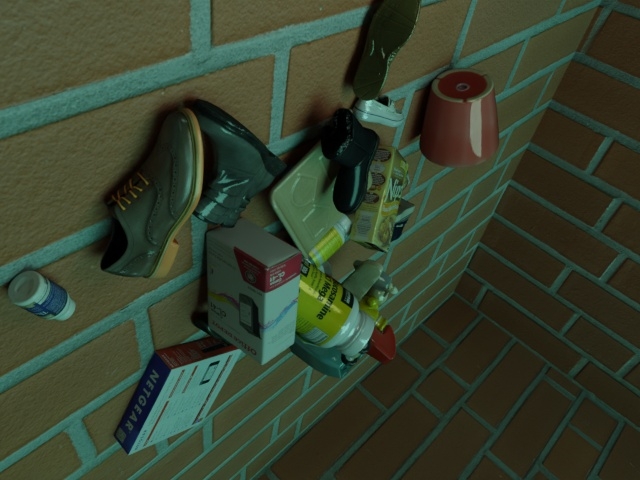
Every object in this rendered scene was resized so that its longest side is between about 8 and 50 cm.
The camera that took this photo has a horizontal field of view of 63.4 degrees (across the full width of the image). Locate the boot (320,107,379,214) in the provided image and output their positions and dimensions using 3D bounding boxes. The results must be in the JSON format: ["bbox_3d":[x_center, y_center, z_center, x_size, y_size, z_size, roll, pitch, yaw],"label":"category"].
[{"bbox_3d":[0.057,-0.197,1.332,0.207,0.094,0.247,9,103,-61],"label":"boot"}]

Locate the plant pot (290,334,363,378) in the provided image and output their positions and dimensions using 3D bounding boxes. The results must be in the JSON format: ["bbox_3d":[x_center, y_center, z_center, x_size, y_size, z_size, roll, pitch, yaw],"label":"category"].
[{"bbox_3d":[0.039,0.410,2.102,0.247,0.252,0.248,-42,153,-18],"label":"plant pot"}]

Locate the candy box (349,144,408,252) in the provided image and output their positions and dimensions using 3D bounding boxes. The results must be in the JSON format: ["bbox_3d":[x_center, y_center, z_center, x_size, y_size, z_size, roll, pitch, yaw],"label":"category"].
[{"bbox_3d":[0.196,-0.132,1.700,0.183,0.087,0.317,25,78,-65],"label":"candy box"}]

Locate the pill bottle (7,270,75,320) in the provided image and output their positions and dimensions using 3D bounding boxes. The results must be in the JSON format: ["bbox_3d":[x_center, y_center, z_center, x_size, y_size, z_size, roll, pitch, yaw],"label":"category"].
[{"bbox_3d":[-0.517,0.109,0.972,0.067,0.067,0.120,-45,154,-13],"label":"pill bottle"}]

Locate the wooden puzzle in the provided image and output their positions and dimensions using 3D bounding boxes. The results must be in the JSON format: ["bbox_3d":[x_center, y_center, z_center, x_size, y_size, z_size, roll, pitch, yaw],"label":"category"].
[{"bbox_3d":[0.001,-0.157,1.466,0.348,0.080,0.322,-51,150,-14],"label":"wooden puzzle"}]

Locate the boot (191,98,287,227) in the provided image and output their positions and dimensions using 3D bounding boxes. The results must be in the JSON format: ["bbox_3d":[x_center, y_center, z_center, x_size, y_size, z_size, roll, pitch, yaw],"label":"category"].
[{"bbox_3d":[-0.211,-0.138,1.108,0.223,0.118,0.338,-49,154,3],"label":"boot"}]

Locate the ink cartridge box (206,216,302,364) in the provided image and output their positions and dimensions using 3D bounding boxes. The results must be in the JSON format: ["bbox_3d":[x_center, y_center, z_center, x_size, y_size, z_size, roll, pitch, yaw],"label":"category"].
[{"bbox_3d":[-0.176,0.129,1.331,0.131,0.226,0.306,-27,133,-44],"label":"ink cartridge box"}]

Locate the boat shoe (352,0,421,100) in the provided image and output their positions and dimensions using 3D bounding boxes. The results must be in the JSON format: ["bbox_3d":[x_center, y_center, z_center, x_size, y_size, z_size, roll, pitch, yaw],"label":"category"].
[{"bbox_3d":[0.156,-0.494,1.292,0.089,0.104,0.285,-83,-160,-58],"label":"boat shoe"}]

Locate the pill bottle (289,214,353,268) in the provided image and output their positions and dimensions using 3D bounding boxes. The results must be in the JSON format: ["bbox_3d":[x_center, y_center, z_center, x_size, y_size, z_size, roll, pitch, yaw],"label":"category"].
[{"bbox_3d":[0.000,0.000,1.641,0.208,0.119,0.119,-42,154,-18],"label":"pill bottle"}]

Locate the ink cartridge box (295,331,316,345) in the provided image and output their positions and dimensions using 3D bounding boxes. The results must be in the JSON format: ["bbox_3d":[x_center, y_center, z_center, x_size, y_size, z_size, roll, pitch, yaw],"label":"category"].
[{"bbox_3d":[-0.136,0.279,1.623,0.097,0.255,0.189,-51,155,-1],"label":"ink cartridge box"}]

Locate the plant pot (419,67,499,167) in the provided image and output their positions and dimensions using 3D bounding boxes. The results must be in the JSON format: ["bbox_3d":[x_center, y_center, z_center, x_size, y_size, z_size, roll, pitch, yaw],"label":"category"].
[{"bbox_3d":[0.468,-0.419,1.737,0.275,0.275,0.243,-41,145,-22],"label":"plant pot"}]

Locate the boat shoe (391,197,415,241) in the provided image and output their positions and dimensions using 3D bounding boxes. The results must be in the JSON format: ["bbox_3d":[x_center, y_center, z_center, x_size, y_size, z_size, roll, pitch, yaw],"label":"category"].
[{"bbox_3d":[0.244,-0.058,1.963,0.340,0.127,0.158,-16,130,-52],"label":"boat shoe"}]

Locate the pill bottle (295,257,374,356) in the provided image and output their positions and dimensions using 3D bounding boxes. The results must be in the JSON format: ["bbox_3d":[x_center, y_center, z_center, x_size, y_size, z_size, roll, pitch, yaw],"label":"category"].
[{"bbox_3d":[-0.010,0.196,1.531,0.188,0.334,0.188,-48,-164,19],"label":"pill bottle"}]

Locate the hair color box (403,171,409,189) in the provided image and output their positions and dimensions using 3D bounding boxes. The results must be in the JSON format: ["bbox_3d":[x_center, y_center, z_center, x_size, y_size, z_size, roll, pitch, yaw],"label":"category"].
[{"bbox_3d":[0.286,-0.231,1.906,0.072,0.043,0.141,-49,156,-7],"label":"hair color box"}]

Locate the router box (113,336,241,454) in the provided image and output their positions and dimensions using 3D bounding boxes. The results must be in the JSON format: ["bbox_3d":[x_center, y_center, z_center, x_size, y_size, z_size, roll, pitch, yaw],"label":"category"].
[{"bbox_3d":[-0.424,0.456,1.577,0.301,0.082,0.335,-1,125,-59],"label":"router box"}]

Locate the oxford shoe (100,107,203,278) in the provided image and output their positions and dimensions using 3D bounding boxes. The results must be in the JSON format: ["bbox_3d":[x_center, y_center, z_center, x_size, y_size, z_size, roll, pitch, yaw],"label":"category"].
[{"bbox_3d":[-0.324,-0.080,0.988,0.132,0.130,0.364,2,117,-43],"label":"oxford shoe"}]

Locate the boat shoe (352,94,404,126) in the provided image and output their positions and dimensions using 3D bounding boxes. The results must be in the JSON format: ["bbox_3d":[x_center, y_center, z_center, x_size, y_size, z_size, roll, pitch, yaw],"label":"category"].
[{"bbox_3d":[0.182,-0.377,1.486,0.226,0.083,0.076,-15,138,-51],"label":"boat shoe"}]

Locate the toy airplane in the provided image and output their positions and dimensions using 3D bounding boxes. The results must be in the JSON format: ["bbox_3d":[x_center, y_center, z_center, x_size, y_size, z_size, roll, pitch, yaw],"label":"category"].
[{"bbox_3d":[0.110,0.209,1.812,0.272,0.386,0.384,-26,114,-31],"label":"toy airplane"}]

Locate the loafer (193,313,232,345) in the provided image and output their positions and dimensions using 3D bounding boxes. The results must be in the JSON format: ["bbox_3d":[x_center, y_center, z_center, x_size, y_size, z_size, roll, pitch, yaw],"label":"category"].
[{"bbox_3d":[-0.300,0.246,1.530,0.078,0.080,0.220,-60,159,-12],"label":"loafer"}]
